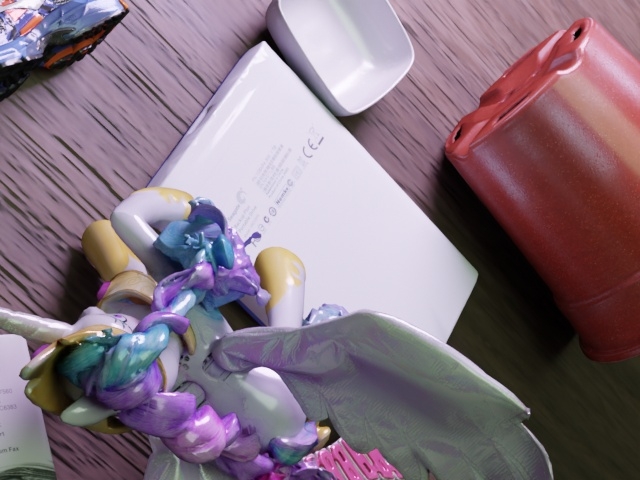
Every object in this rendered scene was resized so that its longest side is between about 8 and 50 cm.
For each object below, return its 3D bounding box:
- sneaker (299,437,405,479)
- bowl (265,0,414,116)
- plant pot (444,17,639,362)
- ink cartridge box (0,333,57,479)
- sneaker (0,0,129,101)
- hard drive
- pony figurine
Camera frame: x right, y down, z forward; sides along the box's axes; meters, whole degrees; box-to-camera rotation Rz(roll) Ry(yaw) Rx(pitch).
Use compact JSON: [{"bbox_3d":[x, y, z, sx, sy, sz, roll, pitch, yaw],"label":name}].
[{"bbox_3d":[0.017,0.208,1.201,0.170,0.075,0.063,-16,66,-48],"label":"sneaker"},{"bbox_3d":[0.013,-0.195,1.341,0.142,0.053,0.142,-43,104,-40],"label":"bowl"},{"bbox_3d":[0.285,-0.064,1.410,0.265,0.272,0.272,46,51,-9],"label":"plant pot"},{"bbox_3d":[-0.235,0.176,0.892,0.086,0.148,0.203,-2,71,-39],"label":"ink cartridge box"},{"bbox_3d":[-0.255,-0.165,1.095,0.087,0.083,0.221,51,43,2],"label":"sneaker"},{"bbox_3d":[0.000,0.000,1.273,0.319,0.040,0.210,46,52,-20],"label":"hard drive"},{"bbox_3d":[-0.057,0.113,0.968,0.351,0.303,0.363,40,12,-9],"label":"pony figurine"}]
